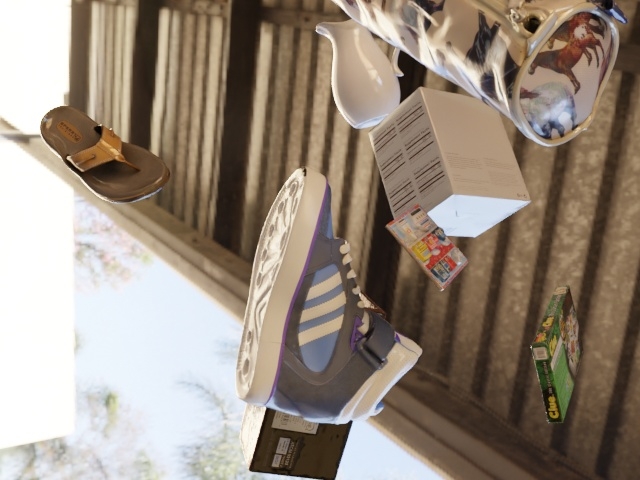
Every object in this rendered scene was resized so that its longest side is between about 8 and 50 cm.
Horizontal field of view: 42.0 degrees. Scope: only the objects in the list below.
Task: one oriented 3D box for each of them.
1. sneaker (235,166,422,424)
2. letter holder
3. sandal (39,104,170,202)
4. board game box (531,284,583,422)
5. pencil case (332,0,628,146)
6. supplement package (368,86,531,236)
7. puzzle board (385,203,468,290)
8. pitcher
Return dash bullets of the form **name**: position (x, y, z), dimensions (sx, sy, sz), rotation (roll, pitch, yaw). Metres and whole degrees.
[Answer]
- **sneaker**: position (0.032, 0.084, 1.109), dimensions (0.130, 0.236, 0.323), rotation (-165, -92, -69)
- **letter holder**: position (-0.032, 0.213, 1.413), dimensions (0.214, 0.152, 0.302), rotation (-134, -122, -68)
- **sandal**: position (-0.291, -0.122, 1.086), dimensions (0.219, 0.090, 0.060), rotation (38, -19, 24)
- **board game box**: position (0.401, 0.182, 1.398), dimensions (0.030, 0.259, 0.136), rotation (-7, -76, 26)
- **pencil case**: position (0.158, -0.282, 0.986), dimensions (0.410, 0.160, 0.183), rotation (46, -8, 38)
- **supplement package**: position (0.220, -0.129, 1.442), dimensions (0.149, 0.194, 0.203), rotation (-37, -121, 45)
- **puzzle board**: position (0.130, 0.004, 0.988), dimensions (0.011, 0.128, 0.096), rotation (-42, -95, 25)
- **pitcher**: position (0.099, -0.332, 1.579), dimensions (0.177, 0.125, 0.207), rotation (-17, -92, 26)
